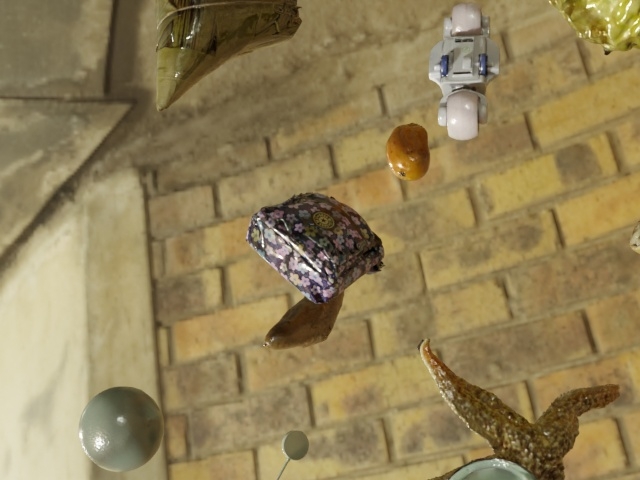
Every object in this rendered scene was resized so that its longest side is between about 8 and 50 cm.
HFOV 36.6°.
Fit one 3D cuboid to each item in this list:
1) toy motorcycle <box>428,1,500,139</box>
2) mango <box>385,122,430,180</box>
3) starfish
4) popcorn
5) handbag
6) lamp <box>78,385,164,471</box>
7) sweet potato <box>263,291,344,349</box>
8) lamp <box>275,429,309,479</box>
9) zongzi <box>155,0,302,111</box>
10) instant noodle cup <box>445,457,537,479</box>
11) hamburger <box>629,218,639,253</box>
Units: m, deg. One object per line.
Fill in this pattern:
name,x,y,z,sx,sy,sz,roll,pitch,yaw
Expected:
toy motorcycle,0.223,-0.255,1.491,0.112,0.254,0.112,6,148,4
mango,0.194,-0.199,2.170,0.105,0.159,0.084,19,129,-11
starfish,0.291,0.353,1.578,0.384,0.398,0.132,25,170,-13
popcorn,0.511,-0.409,1.626,0.266,0.233,0.192,14,113,-1
handbag,0.000,0.000,1.772,0.208,0.229,0.126,-34,158,-48
lamp,-0.242,0.229,1.177,0.105,0.105,0.105,-8,155,-4
sweet potato,-0.019,0.155,2.011,0.092,0.341,0.114,-32,102,35
lamp,-0.081,0.409,1.619,0.050,0.198,0.056,36,158,-21
zongzi,-0.168,-0.343,1.762,0.274,0.300,0.145,6,156,-21
instant noodle cup,0.248,0.405,1.288,0.207,0.207,0.232,-17,136,15
hamburger,0.710,-0.099,1.554,0.445,0.287,0.268,-51,170,-16
